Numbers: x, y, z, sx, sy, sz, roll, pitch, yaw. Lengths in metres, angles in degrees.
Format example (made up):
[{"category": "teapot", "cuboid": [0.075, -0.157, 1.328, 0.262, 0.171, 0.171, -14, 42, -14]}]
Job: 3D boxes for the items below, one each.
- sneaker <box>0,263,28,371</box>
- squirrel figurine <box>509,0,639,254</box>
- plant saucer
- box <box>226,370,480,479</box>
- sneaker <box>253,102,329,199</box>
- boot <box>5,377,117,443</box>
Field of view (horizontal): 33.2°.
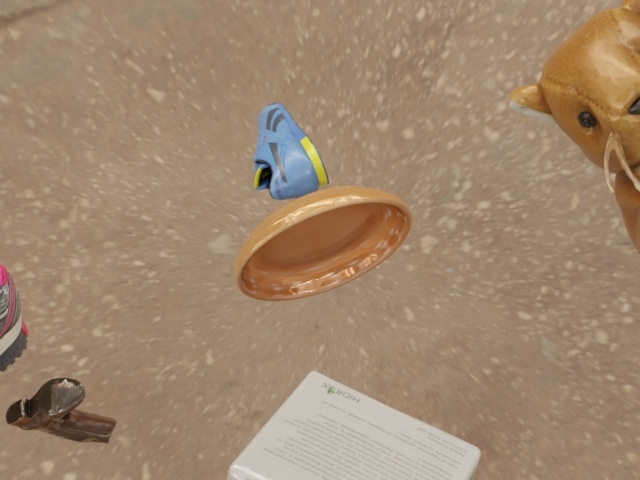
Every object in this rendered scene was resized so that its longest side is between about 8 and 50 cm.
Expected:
[{"category": "sneaker", "cuboid": [-0.448, 0.136, 1.246, 0.120, 0.299, 0.112, 7, 122, 9]}, {"category": "squirrel figurine", "cuboid": [0.374, -0.099, 1.138, 0.370, 0.397, 0.281, 38, 113, -14]}, {"category": "plant saucer", "cuboid": [0.000, 0.000, 1.139, 0.200, 0.200, 0.037, -23, 66, 0]}, {"category": "box", "cuboid": [0.012, 0.142, 0.535, 0.102, 0.087, 0.101, 23, 127, 19]}, {"category": "sneaker", "cuboid": [-0.059, -0.111, 1.333, 0.082, 0.209, 0.069, -25, 122, -5]}, {"category": "boot", "cuboid": [-0.236, 0.174, 1.070, 0.106, 0.114, 0.037, -20, 57, 31]}]
